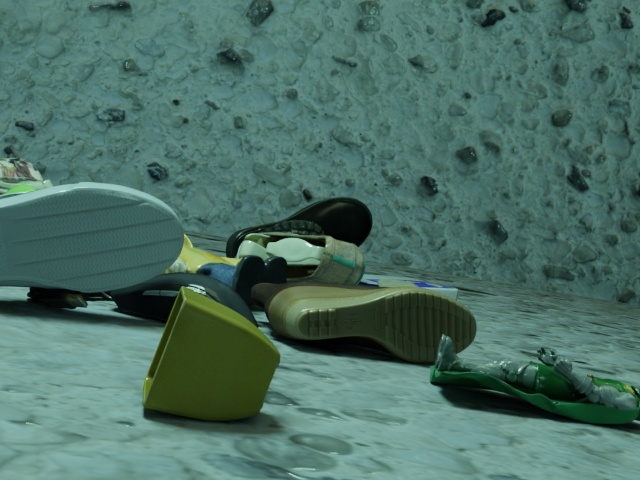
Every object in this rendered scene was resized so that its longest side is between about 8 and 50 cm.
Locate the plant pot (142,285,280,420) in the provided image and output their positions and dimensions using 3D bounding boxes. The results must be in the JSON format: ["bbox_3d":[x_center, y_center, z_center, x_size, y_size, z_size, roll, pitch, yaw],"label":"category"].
[{"bbox_3d":[-0.077,0.089,0.644,0.083,0.081,0.081,21,0,-12],"label":"plant pot"}]

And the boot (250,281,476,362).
[{"bbox_3d":[0.048,0.085,1.099,0.249,0.090,0.207,5,5,-17],"label":"boot"}]

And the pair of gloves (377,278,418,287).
[{"bbox_3d":[0.078,0.101,1.523,0.240,0.042,0.204,4,8,-11],"label":"pair of gloves"}]

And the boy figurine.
[{"bbox_3d":[-0.173,0.040,1.360,0.177,0.092,0.285,4,8,-43],"label":"boy figurine"}]

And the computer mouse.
[{"bbox_3d":[-0.210,0.060,1.028,0.262,0.060,0.184,10,1,27],"label":"computer mouse"}]

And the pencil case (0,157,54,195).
[{"bbox_3d":[-0.645,-0.083,1.499,0.184,0.159,0.410,-8,-5,22],"label":"pencil case"}]

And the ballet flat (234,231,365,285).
[{"bbox_3d":[-0.067,0.025,1.444,0.316,0.107,0.106,-4,-20,44],"label":"ballet flat"}]

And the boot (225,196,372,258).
[{"bbox_3d":[0.000,0.004,1.749,0.348,0.131,0.260,-21,10,-24],"label":"boot"}]

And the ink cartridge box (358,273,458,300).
[{"bbox_3d":[0.135,0.098,1.771,0.208,0.045,0.206,7,2,-26],"label":"ink cartridge box"}]

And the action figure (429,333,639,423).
[{"bbox_3d":[0.232,0.143,0.874,0.232,0.063,0.137,13,-1,3],"label":"action figure"}]

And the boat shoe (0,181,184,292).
[{"bbox_3d":[-0.323,-0.009,0.955,0.335,0.121,0.119,-3,14,-24],"label":"boat shoe"}]

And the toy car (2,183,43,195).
[{"bbox_3d":[-0.446,-0.028,1.169,0.239,0.053,0.225,12,32,37],"label":"toy car"}]
